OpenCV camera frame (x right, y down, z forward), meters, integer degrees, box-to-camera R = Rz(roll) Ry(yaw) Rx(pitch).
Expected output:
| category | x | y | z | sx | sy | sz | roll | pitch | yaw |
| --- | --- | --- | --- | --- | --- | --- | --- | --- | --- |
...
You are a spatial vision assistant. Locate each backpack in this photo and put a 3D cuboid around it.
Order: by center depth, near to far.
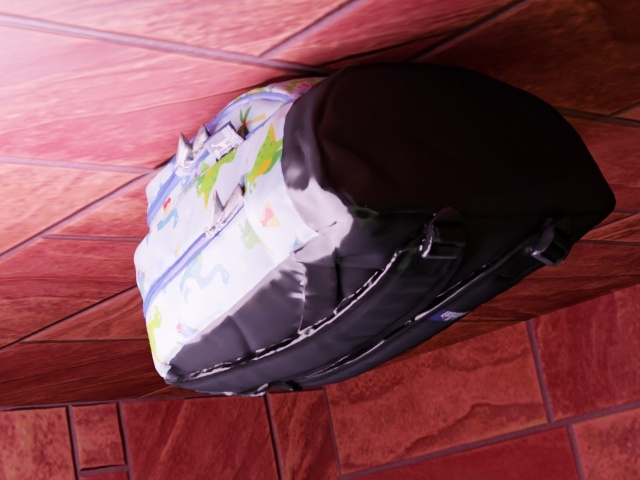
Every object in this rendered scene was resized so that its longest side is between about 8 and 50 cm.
| category | x | y | z | sx | sy | sz | roll | pitch | yaw |
| --- | --- | --- | --- | --- | --- | --- | --- | --- | --- |
| backpack | 0.000 | 0.000 | 1.081 | 0.290 | 0.273 | 0.355 | -3 | 143 | -39 |
